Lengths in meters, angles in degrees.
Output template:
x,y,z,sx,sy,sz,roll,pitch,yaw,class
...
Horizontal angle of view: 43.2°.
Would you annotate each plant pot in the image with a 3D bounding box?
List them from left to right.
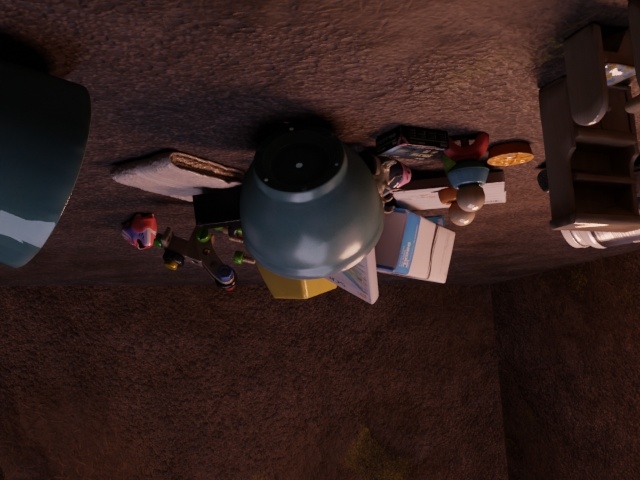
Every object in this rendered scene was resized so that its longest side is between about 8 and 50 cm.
x,y,z,sx,sy,sz,roll,pitch,yaw,class
-0.499,-0.134,1.140,0.235,0.293,0.293,23,156,-36,plant pot
-0.059,0.067,2.413,0.212,0.187,0.212,-2,-169,44,plant pot
-0.028,-0.098,1.563,0.293,0.293,0.196,-4,144,6,plant pot

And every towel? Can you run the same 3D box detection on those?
x,y,z,sx,sy,sz,roll,pitch,yaw,class
-0.306,-0.136,1.799,0.187,0.049,0.282,-11,167,32,towel

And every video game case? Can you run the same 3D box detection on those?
x,y,z,sx,sy,sz,roll,pitch,yaw,class
0.000,0.000,1.934,0.300,0.036,0.329,28,154,22,video game case

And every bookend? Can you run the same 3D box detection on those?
x,y,z,sx,sy,sz,roll,pitch,yaw,class
-0.214,-0.068,1.890,0.156,0.072,0.157,-8,174,-7,bookend

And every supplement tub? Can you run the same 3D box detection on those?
x,y,z,sx,sy,sz,roll,pitch,yaw,class
0.752,-0.085,2.014,0.272,0.191,0.191,-13,166,43,supplement tub

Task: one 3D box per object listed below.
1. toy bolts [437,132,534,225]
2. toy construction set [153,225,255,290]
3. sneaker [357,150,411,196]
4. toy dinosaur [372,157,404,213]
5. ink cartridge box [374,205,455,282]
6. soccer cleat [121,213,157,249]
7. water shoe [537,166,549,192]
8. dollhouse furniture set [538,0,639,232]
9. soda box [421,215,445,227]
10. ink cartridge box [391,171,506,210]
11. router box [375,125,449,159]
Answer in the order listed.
x,y,z,sx,sy,sz,roll,pitch,yaw,class
0.351,-0.128,1.740,0.218,0.159,0.228,-6,169,17,toy bolts
-0.298,-0.015,2.138,0.237,0.258,0.309,12,-178,7,toy construction set
0.081,-0.114,1.866,0.131,0.112,0.319,6,168,-30,sneaker
0.116,-0.099,1.717,0.092,0.183,0.053,27,-159,-23,toy dinosaur
0.168,0.003,2.220,0.285,0.166,0.395,10,178,28,ink cartridge box
-0.517,-0.010,2.300,0.083,0.095,0.248,1,169,-23,soccer cleat
0.580,-0.169,1.897,0.080,0.073,0.203,-23,178,-12,water shoe
0.539,-0.176,1.259,0.362,0.257,0.394,1,169,-25,dollhouse furniture set
0.284,-0.031,2.521,0.210,0.067,0.071,-4,170,8,soda box
0.318,-0.131,1.999,0.275,0.060,0.239,-5,169,12,ink cartridge box
0.187,-0.197,1.646,0.122,0.038,0.092,2,169,-29,router box
